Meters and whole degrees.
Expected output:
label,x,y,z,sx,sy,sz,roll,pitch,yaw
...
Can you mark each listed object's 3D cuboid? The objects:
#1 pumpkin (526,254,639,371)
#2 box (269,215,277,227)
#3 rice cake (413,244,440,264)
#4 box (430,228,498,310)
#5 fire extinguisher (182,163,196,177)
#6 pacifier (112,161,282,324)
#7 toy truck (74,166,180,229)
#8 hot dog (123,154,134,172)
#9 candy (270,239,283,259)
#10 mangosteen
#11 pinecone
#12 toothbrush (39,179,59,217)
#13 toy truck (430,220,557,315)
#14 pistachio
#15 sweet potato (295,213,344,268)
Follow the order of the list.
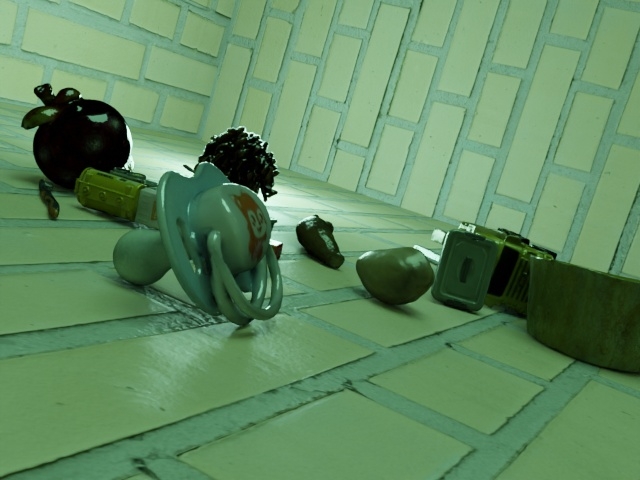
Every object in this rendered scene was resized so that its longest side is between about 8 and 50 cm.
label,x,y,z,sx,sy,sz,roll,pitch,yaw
pumpkin,0.587,0.156,1.656,0.332,0.199,0.332,16,0,0
box,-0.160,-0.027,1.754,0.084,0.069,0.122,18,8,23
rice cake,0.335,0.048,2.326,0.033,0.033,0.208,24,3,-26
box,0.319,0.069,1.756,0.124,0.172,0.093,18,-7,-3
fire extinguisher,-0.270,-0.083,1.716,0.105,0.141,0.341,-15,19,-17
pacifier,-0.196,0.017,1.140,0.233,0.244,0.299,-13,7,17
toy truck,-0.389,-0.084,1.600,0.227,0.098,0.114,17,12,19
hot dog,-0.589,-0.209,2.066,0.163,0.081,0.270,14,10,-5
candy,-0.145,0.009,1.652,0.122,0.038,0.062,18,8,8
mangosteen,-0.560,-0.242,1.769,0.265,0.228,0.228,54,-4,-19
pinecone,-0.246,-0.226,2.338,0.257,0.243,0.243,29,14,35
toothbrush,-0.547,-0.087,1.559,0.031,0.023,0.321,10,10,-23
toy truck,0.435,0.052,2.003,0.254,0.180,0.405,17,8,-7
pistachio,0.150,0.067,1.559,0.124,0.124,0.185,8,9,-44
sweet potato,0.003,-0.007,1.872,0.112,0.085,0.286,18,8,-18
